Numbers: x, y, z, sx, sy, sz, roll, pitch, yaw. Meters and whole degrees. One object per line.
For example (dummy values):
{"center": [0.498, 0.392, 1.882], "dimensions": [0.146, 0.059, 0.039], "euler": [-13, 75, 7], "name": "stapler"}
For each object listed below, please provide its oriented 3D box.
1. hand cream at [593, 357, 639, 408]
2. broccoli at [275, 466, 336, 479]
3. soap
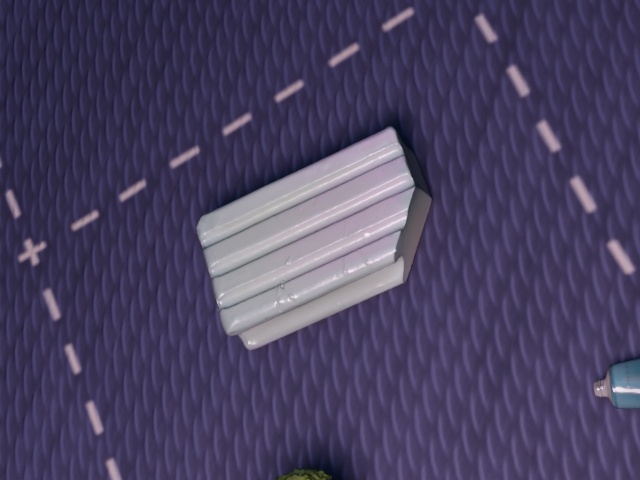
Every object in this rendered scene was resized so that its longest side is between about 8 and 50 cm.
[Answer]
{"center": [0.413, 0.151, 1.540], "dimensions": [0.224, 0.048, 0.083], "euler": [-9, 64, 15], "name": "hand cream"}
{"center": [-0.036, 0.424, 1.561], "dimensions": [0.254, 0.186, 0.302], "euler": [44, 92, -9], "name": "broccoli"}
{"center": [0.000, 0.000, 1.749], "dimensions": [0.289, 0.095, 0.173], "euler": [-25, 61, 13], "name": "soap"}
